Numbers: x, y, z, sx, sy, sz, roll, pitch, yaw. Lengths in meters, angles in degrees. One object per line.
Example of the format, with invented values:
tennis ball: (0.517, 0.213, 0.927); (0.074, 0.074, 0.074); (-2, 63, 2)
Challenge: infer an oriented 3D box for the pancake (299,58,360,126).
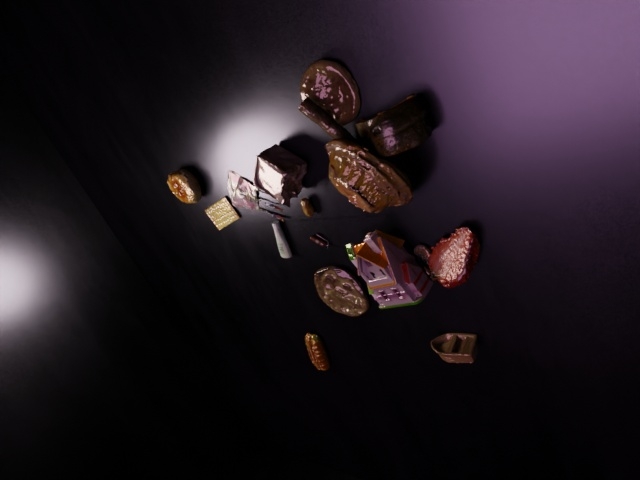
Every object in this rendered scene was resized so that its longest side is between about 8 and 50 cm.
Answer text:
pancake: (0.028, -0.488, 1.448); (0.241, 0.050, 0.242); (21, 138, 20)

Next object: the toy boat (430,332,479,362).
toy boat: (0.540, 0.434, 1.713); (0.188, 0.116, 0.061); (-8, 123, 42)

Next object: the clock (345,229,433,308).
clock: (0.250, 0.096, 1.637); (0.309, 0.166, 0.235); (50, 146, -13)

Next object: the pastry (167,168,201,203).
pastry: (-0.694, -0.277, 2.187); (0.192, 0.093, 0.182); (4, 125, 43)

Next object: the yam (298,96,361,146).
yam: (0.033, -0.395, 1.467); (0.253, 0.061, 0.061); (38, 141, -15)

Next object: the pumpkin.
pumpkin: (0.234, -0.363, 1.355); (0.139, 0.190, 0.280); (62, 180, -18)

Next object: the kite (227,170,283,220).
kite: (-0.310, -0.195, 1.990); (0.360, 0.022, 0.204); (27, 135, 27)

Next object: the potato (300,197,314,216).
potato: (-0.057, -0.143, 1.802); (0.045, 0.046, 0.092); (-26, 119, 4)

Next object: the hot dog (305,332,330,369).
hot dog: (-0.022, 0.621, 2.367); (0.115, 0.072, 0.269); (8, 127, 45)

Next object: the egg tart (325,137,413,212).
egg tart: (0.143, -0.198, 1.421); (0.352, 0.150, 0.352); (35, 175, 3)

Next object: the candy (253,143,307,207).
candy: (-0.167, -0.268, 1.723); (0.195, 0.137, 0.185); (33, 137, 17)

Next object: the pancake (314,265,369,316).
pancake: (0.092, 0.235, 1.977); (0.294, 0.049, 0.295); (21, 135, 22)

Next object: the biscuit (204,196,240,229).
biscuit: (-0.511, -0.140, 2.203); (0.231, 0.016, 0.139); (-23, 106, 48)

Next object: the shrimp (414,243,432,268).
shrimp: (0.414, 0.083, 1.605); (0.161, 0.034, 0.091); (51, 151, 4)

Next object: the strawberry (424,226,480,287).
strawberry: (0.484, 0.067, 1.485); (0.236, 0.106, 0.175); (-38, 58, 48)

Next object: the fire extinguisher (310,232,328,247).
fire extinguisher: (0.003, -0.002, 1.882); (0.100, 0.032, 0.046); (28, 102, 20)

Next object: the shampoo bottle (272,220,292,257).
shampoo bottle: (-0.186, -0.004, 2.023); (0.069, 0.041, 0.191); (12, 128, 40)
